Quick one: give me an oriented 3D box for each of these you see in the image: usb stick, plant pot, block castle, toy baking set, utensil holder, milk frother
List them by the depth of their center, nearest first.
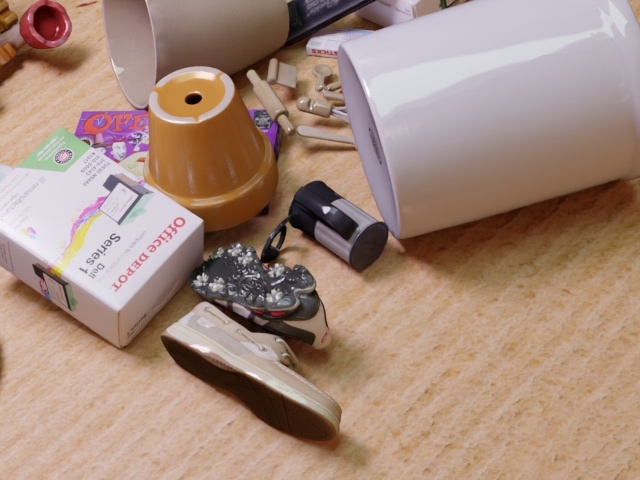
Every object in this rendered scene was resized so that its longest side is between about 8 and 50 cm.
[{"bbox_3d":[0.250,-0.196,1.799,0.385,0.327,0.327,-17,48,-3],"label":"utensil holder"},{"bbox_3d":[0.000,0.000,1.817,0.135,0.129,0.143,35,104,33],"label":"milk frother"},{"bbox_3d":[-0.177,-0.150,1.843,0.205,0.188,0.205,-5,48,5],"label":"plant pot"},{"bbox_3d":[-0.002,-0.228,2.022,0.197,0.030,0.256,-9,47,-23],"label":"toy baking set"},{"bbox_3d":[-0.660,-0.338,2.040,0.213,0.303,0.453,-10,33,50],"label":"block castle"},{"bbox_3d":[-0.202,-0.371,2.099,0.274,0.256,0.256,-12,45,-25],"label":"plant pot"},{"bbox_3d":[0.034,-0.425,2.138,0.278,0.045,0.077,-24,76,25],"label":"usb stick"}]

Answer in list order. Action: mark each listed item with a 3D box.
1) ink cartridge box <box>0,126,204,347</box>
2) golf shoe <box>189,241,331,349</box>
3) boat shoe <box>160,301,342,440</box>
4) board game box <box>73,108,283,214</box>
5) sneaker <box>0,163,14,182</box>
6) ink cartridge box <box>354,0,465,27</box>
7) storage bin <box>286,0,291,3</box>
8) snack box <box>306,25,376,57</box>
[{"bbox_3d":[-0.336,-0.007,1.800,0.278,0.117,0.201,33,59,13],"label":"ink cartridge box"},{"bbox_3d":[-0.091,0.085,1.744,0.105,0.120,0.273,-42,32,-19],"label":"golf shoe"},{"bbox_3d":[-0.081,0.168,1.658,0.302,0.109,0.098,24,57,34],"label":"boat shoe"},{"bbox_3d":[-0.243,-0.130,1.994,0.347,0.056,0.208,0,44,9],"label":"board game box"},{"bbox_3d":[-0.568,-0.054,1.939,0.256,0.094,0.151,14,45,33],"label":"sneaker"},{"bbox_3d":[0.178,-0.473,2.208,0.160,0.092,0.219,31,60,32],"label":"ink cartridge box"},{"bbox_3d":[-0.189,-0.551,2.227,0.262,0.260,0.123,-6,43,3],"label":"storage bin"},{"bbox_3d":[0.069,-0.344,2.156,0.178,0.022,0.064,9,49,17],"label":"snack box"}]
